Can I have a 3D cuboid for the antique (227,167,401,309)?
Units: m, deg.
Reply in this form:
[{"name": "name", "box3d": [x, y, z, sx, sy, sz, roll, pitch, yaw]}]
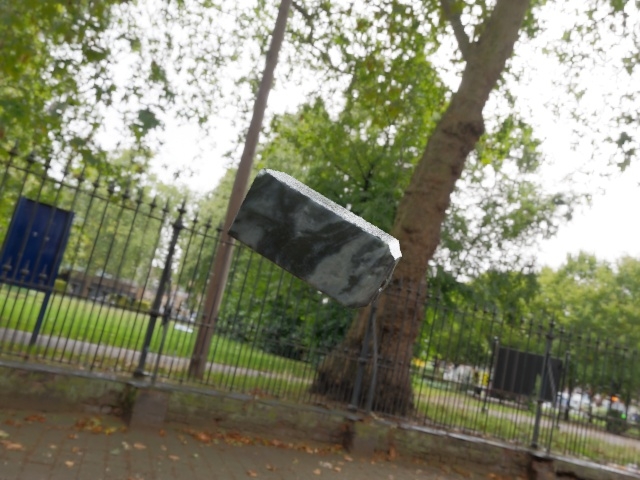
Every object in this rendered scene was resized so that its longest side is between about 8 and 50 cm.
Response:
[{"name": "antique", "box3d": [0.000, 0.000, 0.683, 0.183, 0.088, 0.086, 32, 10, 12]}]
